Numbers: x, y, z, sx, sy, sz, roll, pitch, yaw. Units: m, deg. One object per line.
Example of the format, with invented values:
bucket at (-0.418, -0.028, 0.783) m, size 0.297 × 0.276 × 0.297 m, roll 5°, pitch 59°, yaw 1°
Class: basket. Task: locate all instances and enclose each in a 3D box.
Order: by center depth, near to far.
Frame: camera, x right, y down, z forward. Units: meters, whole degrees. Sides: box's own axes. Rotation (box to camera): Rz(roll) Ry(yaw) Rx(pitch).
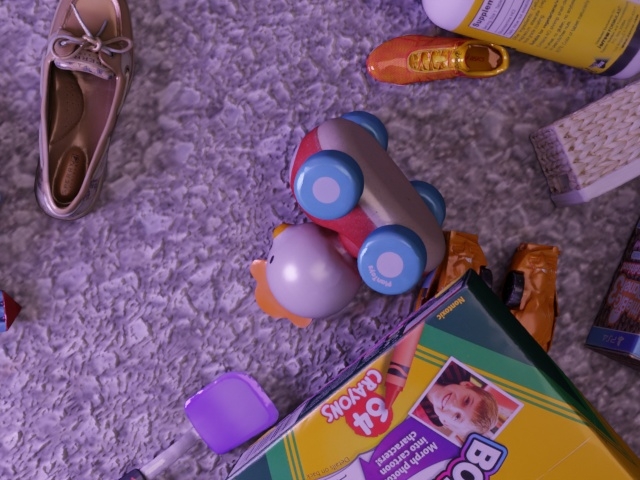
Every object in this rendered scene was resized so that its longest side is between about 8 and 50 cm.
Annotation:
basket at (0.353, -0.122, 1.611) m, size 0.167 × 0.113 × 0.103 m, roll -26°, pitch 91°, yaw -9°

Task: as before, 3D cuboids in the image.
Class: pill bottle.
pill bottle at (0.237, -0.318, 1.546) m, size 0.334 × 0.188 × 0.188 m, roll 15°, pitch 88°, yaw -10°

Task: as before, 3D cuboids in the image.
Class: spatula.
spatula at (-0.189, 0.260, 1.550) m, size 0.296 × 0.030 × 0.084 m, roll -35°, pitch 96°, yaw -8°

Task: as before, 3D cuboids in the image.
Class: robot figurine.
robot figurine at (0.197, 0.141, 1.596) m, size 0.211 × 0.085 × 0.291 m, roll 9°, pitch 88°, yaw -11°

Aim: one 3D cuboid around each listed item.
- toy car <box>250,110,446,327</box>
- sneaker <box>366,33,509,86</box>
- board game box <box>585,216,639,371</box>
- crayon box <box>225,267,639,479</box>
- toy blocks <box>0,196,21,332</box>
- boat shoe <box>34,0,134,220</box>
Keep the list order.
toy car at (0.000, 0.000, 1.527) m, size 0.238 × 0.219 × 0.210 m, roll -38°, pitch 98°, yaw 20°
sneaker at (0.142, -0.222, 1.591) m, size 0.175 × 0.067 × 0.064 m, roll -7°, pitch 94°, yaw -9°
board game box at (0.504, 0.050, 1.625) m, size 0.232 × 0.141 × 0.291 m, roll 25°, pitch 86°, yaw -10°
crayon box at (0.132, 0.267, 1.496) m, size 0.363 × 0.106 × 0.313 m, roll -41°, pitch 92°, yaw 15°
toy blocks at (-0.466, -0.028, 1.438) m, size 0.261 × 0.191 × 0.381 m, roll -7°, pitch 93°, yaw -22°
boat shoe at (-0.266, -0.164, 1.500) m, size 0.104 × 0.089 × 0.285 m, roll 5°, pitch 89°, yaw -10°
